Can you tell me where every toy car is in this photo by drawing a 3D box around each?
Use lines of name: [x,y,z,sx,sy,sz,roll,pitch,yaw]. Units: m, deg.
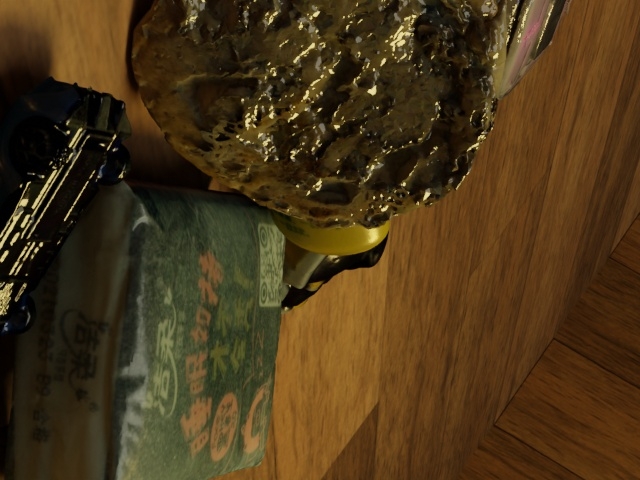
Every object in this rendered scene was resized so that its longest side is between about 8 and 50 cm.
toy car: [-0.199,-0.009,1.019,0.216,0.063,0.103,-56,163,10]

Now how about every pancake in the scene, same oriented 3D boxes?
pancake: [0.004,-0.125,1.111,0.049,0.282,0.282,-92,-164,-52]

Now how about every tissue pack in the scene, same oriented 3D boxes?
tissue pack: [-0.118,0.071,1.211,0.315,0.103,0.228,5,89,-72]

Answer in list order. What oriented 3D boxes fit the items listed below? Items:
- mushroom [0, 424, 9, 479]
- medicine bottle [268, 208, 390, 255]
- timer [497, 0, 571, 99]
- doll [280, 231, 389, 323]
mushroom: [-0.254,0.253,1.164,0.278,0.146,0.278,-43,139,-53]
medicine bottle: [-0.016,-0.120,1.195,0.076,0.111,0.309,-50,142,-36]
timer: [0.230,-0.263,1.808,0.191,0.069,0.209,-46,158,-44]
doll: [0.002,-0.003,1.469,0.145,0.103,0.316,-19,162,-27]
